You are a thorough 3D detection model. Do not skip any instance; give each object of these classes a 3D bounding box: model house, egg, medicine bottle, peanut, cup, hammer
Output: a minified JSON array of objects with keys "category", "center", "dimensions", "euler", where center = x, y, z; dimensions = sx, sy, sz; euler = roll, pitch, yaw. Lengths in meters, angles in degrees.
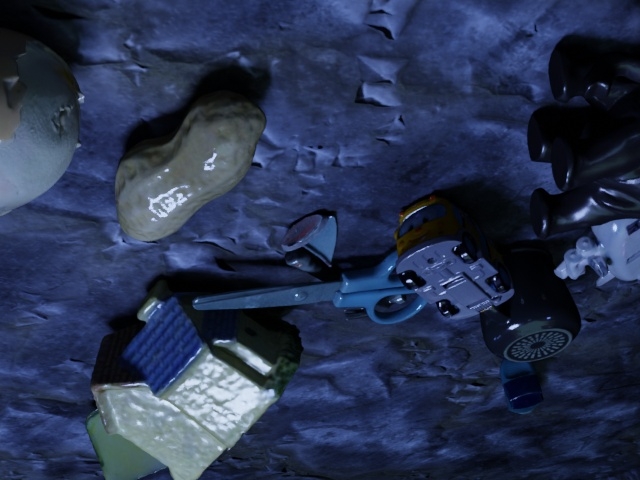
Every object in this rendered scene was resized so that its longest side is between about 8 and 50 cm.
[{"category":"model house","center":[-0.348,0.388,1.853],"dimensions":[0.194,0.170,0.211],"euler":[-27,174,12]},{"category":"egg","center":[-0.377,-0.122,0.924],"dimensions":[0.244,0.201,0.201],"euler":[-1,149,4]},{"category":"medicine bottle","center":[0.462,0.346,2.028],"dimensions":[0.079,0.124,0.258],"euler":[-19,150,6]},{"category":"peanut","center":[-0.176,-0.097,1.121],"dimensions":[0.125,0.111,0.274],"euler":[33,126,-30]},{"category":"model house","center":[-0.227,0.204,1.515],"dimensions":[0.266,0.261,0.321],"euler":[35,112,-19]},{"category":"cup","center":[0.342,0.102,1.539],"dimensions":[0.169,0.177,0.223],"euler":[-31,140,33]},{"category":"hammer","center":[0.036,0.074,1.531],"dimensions":[0.111,0.033,0.287],"euler":[-27,145,23]}]

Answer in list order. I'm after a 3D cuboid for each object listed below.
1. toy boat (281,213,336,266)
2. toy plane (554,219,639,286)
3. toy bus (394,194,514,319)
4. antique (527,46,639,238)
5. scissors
[{"category":"toy boat","center":[0.000,0.000,1.403],"dimensions":[0.096,0.034,0.122],"euler":[-36,149,14]},{"category":"toy plane","center":[0.502,-0.007,1.481],"dimensions":[0.244,0.117,0.245],"euler":[-19,143,-16]},{"category":"toy bus","center":[0.206,0.023,1.397],"dimensions":[0.126,0.136,0.209],"euler":[-28,136,27]},{"category":"antique","center":[0.423,-0.141,1.178],"dimensions":[0.255,0.185,0.322],"euler":[-3,149,1]},{"category":"scissors","center":[0.003,0.085,1.466],"dimensions":[0.447,0.029,0.193],"euler":[-4,136,-26]}]
